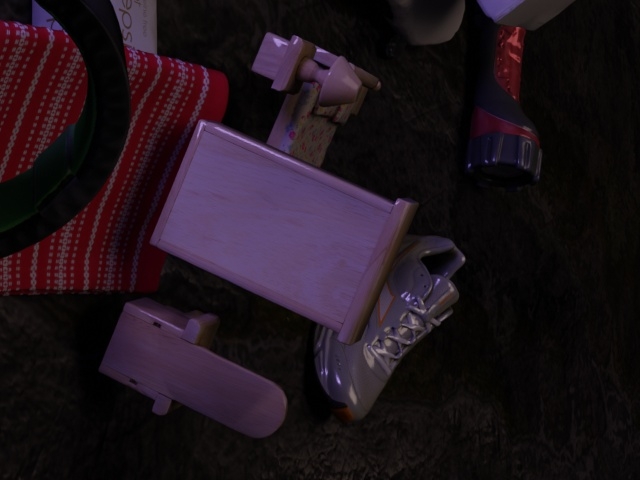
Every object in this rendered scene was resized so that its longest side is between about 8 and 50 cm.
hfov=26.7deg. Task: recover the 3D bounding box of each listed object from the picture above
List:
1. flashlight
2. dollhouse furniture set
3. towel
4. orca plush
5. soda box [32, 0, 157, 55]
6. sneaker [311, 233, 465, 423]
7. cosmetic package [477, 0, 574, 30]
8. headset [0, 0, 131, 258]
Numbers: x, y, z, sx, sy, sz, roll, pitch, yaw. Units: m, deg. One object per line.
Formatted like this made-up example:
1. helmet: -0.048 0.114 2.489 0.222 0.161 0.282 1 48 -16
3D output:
1. flashlight: 0.259 -0.222 1.824 0.103 0.103 0.304 18 70 -23
2. dollhouse furniture set: 0.000 0.000 1.160 0.303 0.174 0.355 -66 169 7
3. towel: -0.174 -0.046 0.964 0.275 0.031 0.199 2 113 -61
4. orca plush: 0.079 -0.297 1.567 0.287 0.102 0.151 -15 143 -58
5. soda box: -0.174 -0.197 1.045 0.069 0.074 0.216 13 73 -61
6. sneaker: 0.078 0.079 1.412 0.099 0.121 0.262 61 35 -35
7. cosmetic package: 0.202 -0.455 1.516 0.385 0.217 0.156 59 26 12
8. headset: -0.285 -0.127 0.695 0.394 0.243 0.185 27 34 -38
